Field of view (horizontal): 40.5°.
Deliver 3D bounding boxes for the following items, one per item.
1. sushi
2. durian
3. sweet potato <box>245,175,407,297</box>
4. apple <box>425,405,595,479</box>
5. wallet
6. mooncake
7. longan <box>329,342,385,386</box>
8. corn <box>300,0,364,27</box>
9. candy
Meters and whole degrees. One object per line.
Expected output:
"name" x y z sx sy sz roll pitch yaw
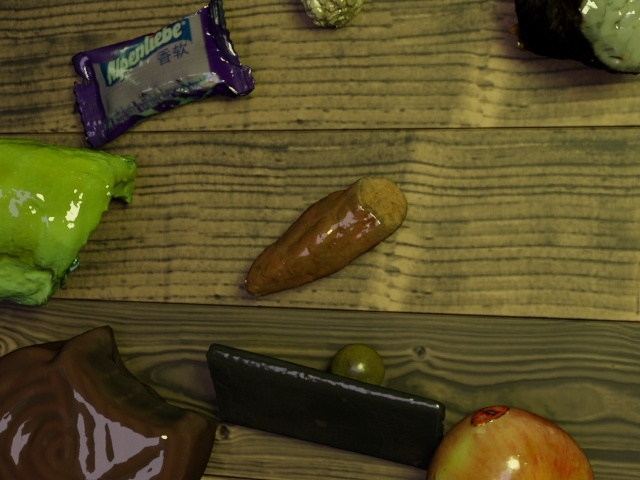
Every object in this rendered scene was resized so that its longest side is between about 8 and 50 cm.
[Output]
"sushi" 0.368 -0.361 0.999 0.234 0.207 0.348 16 103 -26
"durian" -0.435 -0.023 1.188 0.340 0.204 0.256 9 112 -22
"sweet potato" 0.000 0.000 1.163 0.252 0.097 0.097 -31 85 12
"apple" 0.233 0.305 1.064 0.209 0.164 0.209 -2 103 -10
"wallet" 0.008 0.222 1.159 0.321 0.044 0.170 11 138 13
"mooncake" -0.319 0.289 1.218 0.334 0.174 0.326 -20 85 15
"longan" 0.050 0.180 1.177 0.075 0.075 0.083 5 135 14
"corn" -0.011 -0.384 1.158 0.087 0.087 0.211 -26 80 14
"candy" -0.229 -0.235 1.222 0.275 0.070 0.145 -17 82 19
